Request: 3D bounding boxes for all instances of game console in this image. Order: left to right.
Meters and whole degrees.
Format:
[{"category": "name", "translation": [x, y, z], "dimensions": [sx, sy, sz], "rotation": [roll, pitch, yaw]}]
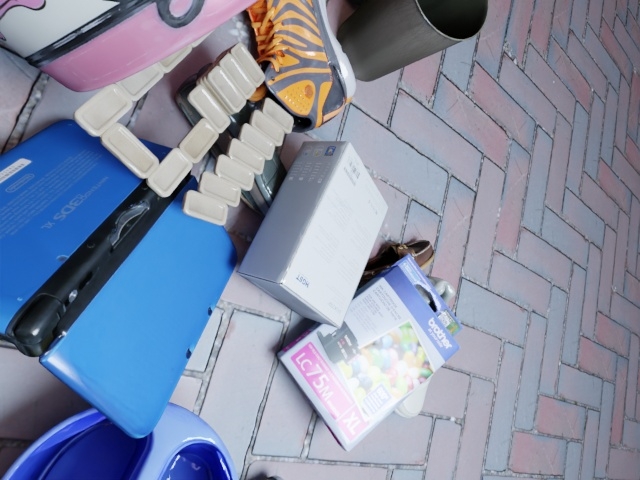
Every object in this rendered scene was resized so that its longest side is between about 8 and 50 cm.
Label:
[{"category": "game console", "translation": [-0.252, 0.024, 0.459], "dimensions": [0.250, 0.173, 0.293], "rotation": [17, 41, -1]}]

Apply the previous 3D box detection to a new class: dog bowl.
[{"category": "dog bowl", "translation": [-0.171, -0.313, 0.415], "dimensions": [0.408, 0.408, 0.150], "rotation": [-55, 134, -24]}]

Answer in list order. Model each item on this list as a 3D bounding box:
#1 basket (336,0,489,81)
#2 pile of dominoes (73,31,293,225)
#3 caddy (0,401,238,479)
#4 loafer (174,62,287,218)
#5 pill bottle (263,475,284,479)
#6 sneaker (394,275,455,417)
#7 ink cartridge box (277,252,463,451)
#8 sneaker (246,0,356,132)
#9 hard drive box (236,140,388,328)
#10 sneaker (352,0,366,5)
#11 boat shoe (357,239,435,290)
[{"category": "basket", "translation": [0.148, -0.391, 0.726], "dimensions": [0.204, 0.227, 0.154], "rotation": [-29, 104, -32]}, {"category": "pile of dominoes", "translation": [-0.148, -0.149, 0.506], "dimensions": [0.196, 0.040, 0.251], "rotation": [50, 51, -33]}, {"category": "caddy", "translation": [-0.230, 0.338, 0.402], "dimensions": [0.241, 0.179, 0.341], "rotation": [29, 60, -10]}, {"category": "loafer", "translation": [-0.124, -0.131, 0.626], "dimensions": [0.267, 0.084, 0.096], "rotation": [63, 27, -20]}, {"category": "pill bottle", "translation": [-0.121, 0.430, 0.571], "dimensions": [0.184, 0.103, 0.103], "rotation": [-12, 94, -35]}, {"category": "sneaker", "translation": [0.198, 0.209, 0.800], "dimensions": [0.110, 0.118, 0.292], "rotation": [13, 82, -36]}, {"category": "ink cartridge box", "translation": [0.104, 0.176, 0.692], "dimensions": [0.311, 0.065, 0.185], "rotation": [-35, 88, -19]}, {"category": "sneaker", "translation": [-0.073, -0.318, 0.626], "dimensions": [0.180, 0.125, 0.321], "rotation": [-47, 115, -28]}, {"category": "hard drive box", "translation": [0.003, -0.007, 0.624], "dimensions": [0.181, 0.089, 0.232], "rotation": [47, 61, -48]}, {"category": "sneaker", "translation": [0.072, -0.644, 0.742], "dimensions": [0.147, 0.145, 0.384], "rotation": [-37, 116, -44]}, {"category": "boat shoe", "translation": [0.152, 0.043, 0.801], "dimensions": [0.207, 0.073, 0.073], "rotation": [-31, 107, -32]}]
